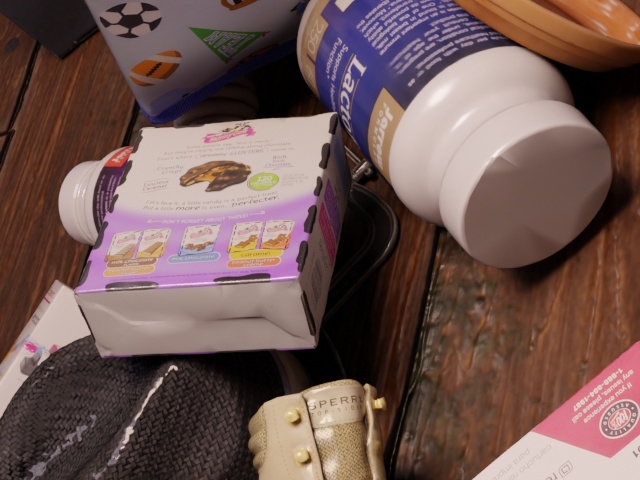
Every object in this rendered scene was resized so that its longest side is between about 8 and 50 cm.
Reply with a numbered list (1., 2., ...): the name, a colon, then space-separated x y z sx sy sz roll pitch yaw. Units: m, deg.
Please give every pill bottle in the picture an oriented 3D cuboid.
1. pill bottle: 0.099 -0.104 1.073 0.153 0.153 0.264 -44 44 8
2. pill bottle: -0.140 -0.031 1.253 0.193 0.108 0.108 3 65 40

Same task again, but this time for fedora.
1. fedora: -0.143 0.166 1.087 0.334 0.152 0.334 -19 55 30

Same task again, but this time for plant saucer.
1. plant saucer: 0.158 -0.182 1.058 0.037 0.200 0.200 -61 39 25

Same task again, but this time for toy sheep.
1. toy sheep: -0.099 -0.125 1.300 0.091 0.091 0.132 -18 71 30

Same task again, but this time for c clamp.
1. c clamp: 0.000 0.000 1.184 0.160 0.022 0.137 -51 50 0

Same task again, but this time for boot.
1. boot: 0.026 0.187 0.891 0.262 0.095 0.203 149 119 -64

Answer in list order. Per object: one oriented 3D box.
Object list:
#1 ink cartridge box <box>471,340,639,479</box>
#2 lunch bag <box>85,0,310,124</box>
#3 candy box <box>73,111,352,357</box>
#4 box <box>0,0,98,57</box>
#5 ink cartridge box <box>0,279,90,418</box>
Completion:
1. ink cartridge box: 0.203 0.206 0.821 0.172 0.100 0.237 -42 44 10
2. lunch bag: -0.040 -0.322 1.120 0.385 0.328 0.239 -27 71 -3
3. candy box: -0.072 -0.007 1.049 0.165 0.070 0.196 -4 39 14
4. box: -0.252 -0.414 1.547 0.294 0.183 0.296 -34 46 19
5. ink cartridge box: -0.235 0.096 1.252 0.181 0.061 0.104 -57 13 -7
